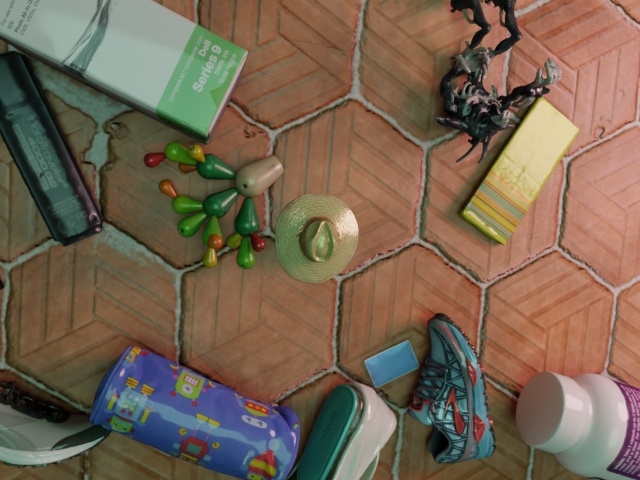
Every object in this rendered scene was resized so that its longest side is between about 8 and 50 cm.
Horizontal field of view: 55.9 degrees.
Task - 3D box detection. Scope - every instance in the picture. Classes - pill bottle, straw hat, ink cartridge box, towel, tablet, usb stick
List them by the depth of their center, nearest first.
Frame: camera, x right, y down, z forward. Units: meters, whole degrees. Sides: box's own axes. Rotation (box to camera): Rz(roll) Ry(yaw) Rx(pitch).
[{"bbox_3d":[-0.253,-0.244,0.777,0.289,0.211,0.121,26,92,-13],"label":"ink cartridge box"},{"bbox_3d":[-0.395,-0.128,0.850,0.077,0.045,0.277,-25,100,-14],"label":"usb stick"},{"bbox_3d":[0.000,0.000,0.929,0.145,0.061,0.144,-1,97,-10],"label":"straw hat"},{"bbox_3d":[0.331,-0.114,1.001,0.102,0.021,0.237,34,88,-18],"label":"towel"},{"bbox_3d":[0.489,0.318,1.002,0.302,0.169,0.169,20,92,-13],"label":"pill bottle"},{"bbox_3d":[0.119,0.205,1.003,0.083,0.006,0.054,-24,100,-6],"label":"tablet"}]

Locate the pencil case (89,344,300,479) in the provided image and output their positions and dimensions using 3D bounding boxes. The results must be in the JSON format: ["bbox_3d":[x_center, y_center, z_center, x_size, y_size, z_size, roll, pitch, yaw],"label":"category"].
[{"bbox_3d":[-0.176,0.259,0.896,0.306,0.133,0.119,25,123,-11],"label":"pencil case"}]

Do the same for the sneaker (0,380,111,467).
[{"bbox_3d":[-0.438,0.255,0.860,0.272,0.100,0.107,7,90,-11],"label":"sneaker"}]

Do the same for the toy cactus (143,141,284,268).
[{"bbox_3d":[-0.136,-0.069,0.885,0.181,0.112,0.219,-37,93,-15],"label":"toy cactus"}]

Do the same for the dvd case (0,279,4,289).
[{"bbox_3d":[-0.608,0.050,0.841,0.253,0.022,0.180,-28,101,-6],"label":"dvd case"}]

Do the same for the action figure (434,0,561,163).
[{"bbox_3d":[0.258,-0.257,0.910,0.164,0.141,0.275,-1,95,-22],"label":"action figure"}]

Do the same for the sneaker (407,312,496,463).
[{"bbox_3d":[0.200,0.249,0.974,0.125,0.104,0.261,-16,99,-6],"label":"sneaker"}]

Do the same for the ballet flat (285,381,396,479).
[{"bbox_3d":[-0.004,0.415,0.952,0.139,0.139,0.400,32,89,-12],"label":"ballet flat"}]
